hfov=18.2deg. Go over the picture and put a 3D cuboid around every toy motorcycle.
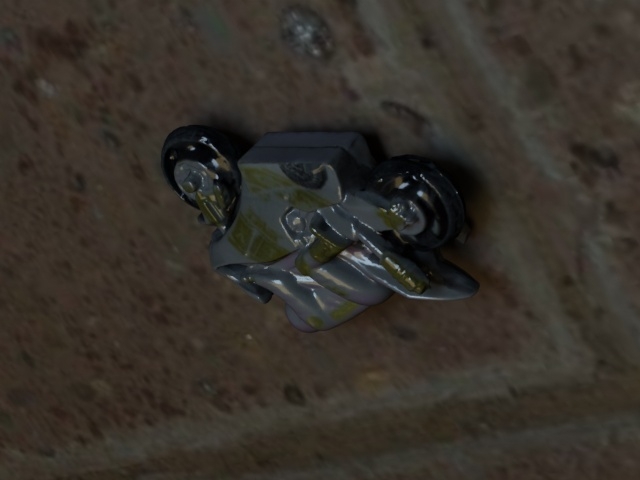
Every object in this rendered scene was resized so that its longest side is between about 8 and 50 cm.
[{"bbox_3d":[0.000,0.000,1.277,0.225,0.073,0.152,9,130,32],"label":"toy motorcycle"}]
